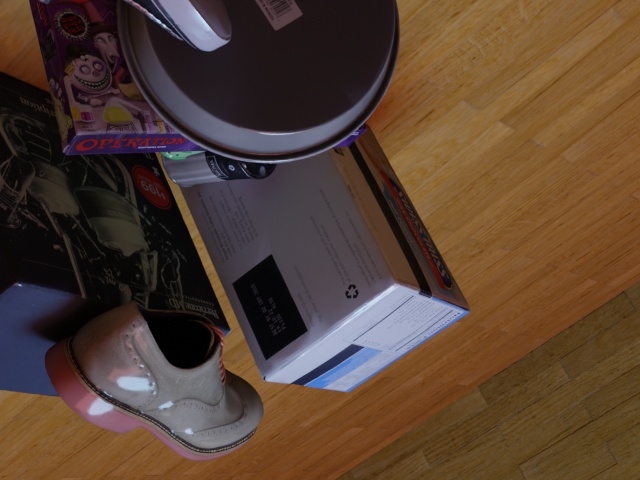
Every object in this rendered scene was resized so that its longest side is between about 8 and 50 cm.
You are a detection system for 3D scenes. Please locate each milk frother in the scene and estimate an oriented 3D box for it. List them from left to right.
[{"bbox_3d":[-0.119,-0.147,1.342,0.134,0.129,0.143,-2,-155,38],"label":"milk frother"}]

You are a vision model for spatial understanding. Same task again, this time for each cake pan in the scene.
[{"bbox_3d":[-0.053,-0.226,1.032,0.293,0.293,0.054,-18,179,-15],"label":"cake pan"}]

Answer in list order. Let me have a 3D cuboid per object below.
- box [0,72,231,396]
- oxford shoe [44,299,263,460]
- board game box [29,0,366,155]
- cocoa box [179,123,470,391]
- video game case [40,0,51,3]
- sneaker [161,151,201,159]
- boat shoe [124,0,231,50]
[{"bbox_3d":[-0.314,0.000,1.186,0.179,0.312,0.343,-36,152,20],"label":"box"},{"bbox_3d":[-0.139,0.153,1.139,0.130,0.123,0.348,-39,152,11],"label":"oxford shoe"},{"bbox_3d":[-0.125,-0.197,1.108,0.347,0.208,0.056,-6,157,-35],"label":"board game box"},{"bbox_3d":[0.000,0.000,1.418,0.231,0.347,0.228,-36,152,20],"label":"cocoa box"},{"bbox_3d":[-0.278,-0.337,0.761,0.248,0.035,0.275,25,135,-11],"label":"video game case"},{"bbox_3d":[-0.135,-0.156,1.214,0.295,0.109,0.123,14,134,-11],"label":"sneaker"},{"bbox_3d":[-0.203,-0.273,0.905,0.105,0.113,0.306,-30,125,21],"label":"boat shoe"}]
